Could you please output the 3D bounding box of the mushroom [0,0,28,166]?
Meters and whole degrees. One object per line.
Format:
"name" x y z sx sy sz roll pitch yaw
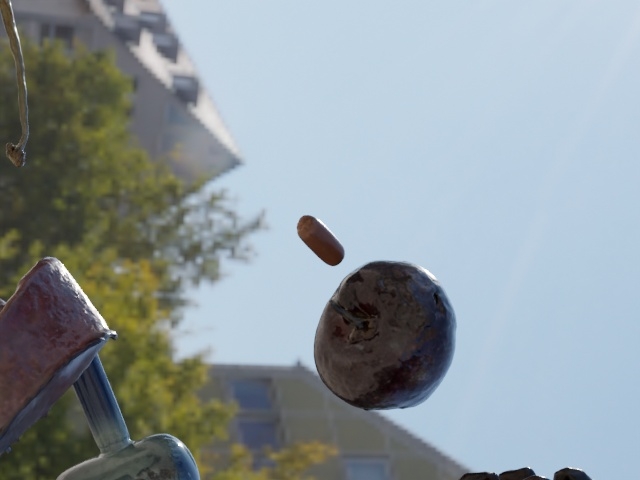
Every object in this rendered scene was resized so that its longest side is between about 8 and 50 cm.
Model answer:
"mushroom" -0.346 -0.225 1.714 0.026 0.028 0.286 178 -92 -87

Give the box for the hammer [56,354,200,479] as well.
"hammer" -0.177 0.140 1.216 0.069 0.116 0.193 -108 176 -89

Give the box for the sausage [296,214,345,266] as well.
"sausage" 0.000 0.000 1.874 0.034 0.083 0.034 -21 -133 24

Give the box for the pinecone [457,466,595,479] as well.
"pinecone" 0.238 0.430 1.714 0.398 0.398 0.397 -177 -90 -69

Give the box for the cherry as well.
"cherry" 0.085 0.119 1.900 0.195 0.195 0.195 -177 -90 -69

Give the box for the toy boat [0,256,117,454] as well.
"toy boat" -0.306 0.036 1.093 0.282 0.206 0.096 40 -34 7
